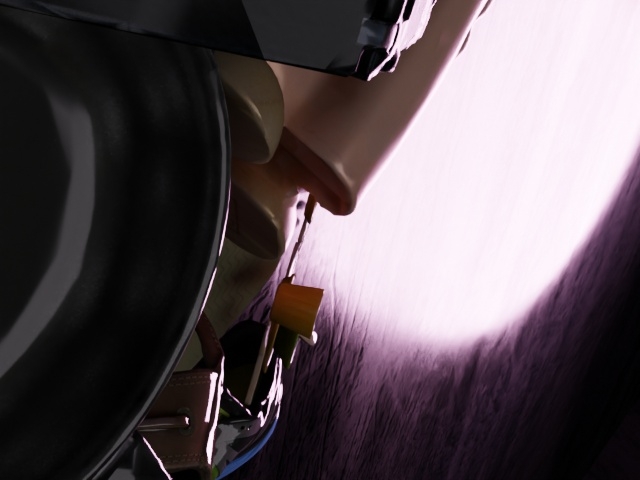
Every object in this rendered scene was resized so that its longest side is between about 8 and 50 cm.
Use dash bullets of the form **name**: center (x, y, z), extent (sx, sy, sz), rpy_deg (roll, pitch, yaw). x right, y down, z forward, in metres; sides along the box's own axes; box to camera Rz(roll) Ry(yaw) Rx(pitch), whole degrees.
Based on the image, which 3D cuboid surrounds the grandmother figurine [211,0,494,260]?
- **grandmother figurine**: center (0.062, -0.146, 0.595), extent (0.342, 0.104, 0.208), rpy_deg (-49, 168, -21)

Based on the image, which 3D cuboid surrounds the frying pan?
- **frying pan**: center (-0.072, 0.026, 0.466), extent (0.197, 0.053, 0.326), rpy_deg (-62, 146, -5)

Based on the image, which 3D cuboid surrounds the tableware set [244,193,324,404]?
- **tableware set**: center (0.000, 0.000, 0.692), extent (0.154, 0.024, 0.104), rpy_deg (-72, 178, -55)

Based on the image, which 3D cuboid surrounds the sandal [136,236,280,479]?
- **sandal**: center (-0.094, 0.097, 0.567), extent (0.303, 0.086, 0.120), rpy_deg (-53, 162, -33)

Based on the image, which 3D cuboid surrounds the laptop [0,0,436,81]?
- **laptop**: center (-0.013, -0.170, 0.362), extent (0.264, 0.136, 0.234), rpy_deg (-58, 164, -77)

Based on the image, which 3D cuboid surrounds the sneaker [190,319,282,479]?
- **sneaker**: center (-0.073, 0.097, 0.679), extent (0.188, 0.067, 0.078), rpy_deg (-47, 158, -50)
